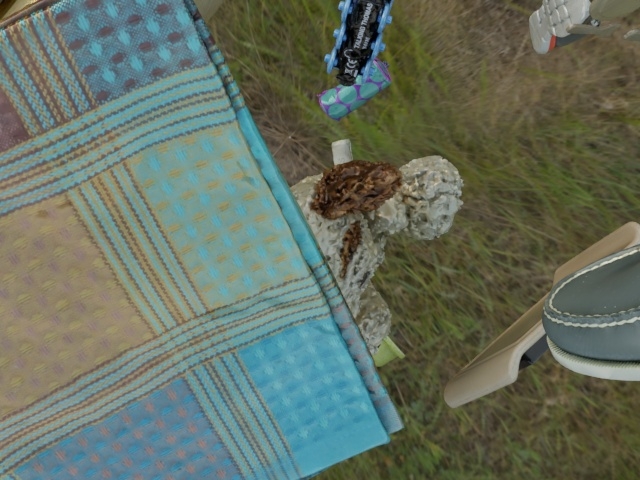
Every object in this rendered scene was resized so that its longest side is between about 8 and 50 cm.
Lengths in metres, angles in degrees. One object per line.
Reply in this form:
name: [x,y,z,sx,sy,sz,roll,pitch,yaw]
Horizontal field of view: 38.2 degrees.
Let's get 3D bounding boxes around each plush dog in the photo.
plush dog: [0.000,0.000,0.944,0.210,0.225,0.263,32,102,10]

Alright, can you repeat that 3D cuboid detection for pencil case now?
pencil case: [0.069,-0.302,1.837,0.151,0.064,0.070,-34,88,25]

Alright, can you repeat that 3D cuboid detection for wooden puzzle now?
wooden puzzle: [0.256,0.095,1.061,0.044,0.221,0.238,46,70,6]

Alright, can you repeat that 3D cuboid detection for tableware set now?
tableware set: [0.333,-0.255,0.921,0.194,0.128,0.039,-7,66,-41]

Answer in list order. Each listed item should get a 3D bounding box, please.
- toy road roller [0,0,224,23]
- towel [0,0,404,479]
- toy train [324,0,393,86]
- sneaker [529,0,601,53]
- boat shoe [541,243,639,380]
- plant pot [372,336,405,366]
toy road roller: [-0.240,-0.234,0.695,0.329,0.240,0.202,39,87,-10]
towel: [-0.124,0.056,0.534,0.271,0.040,0.370,-28,126,-4]
toy train: [0.061,-0.311,1.345,0.080,0.184,0.105,17,51,-1]
sneaker: [0.278,-0.249,1.010,0.064,0.158,0.061,-10,90,-4]
boat shoe: [0.241,-0.009,0.487,0.099,0.319,0.116,52,48,-15]
plant pot: [-0.009,0.218,1.924,0.254,0.276,0.276,-41,96,-1]
